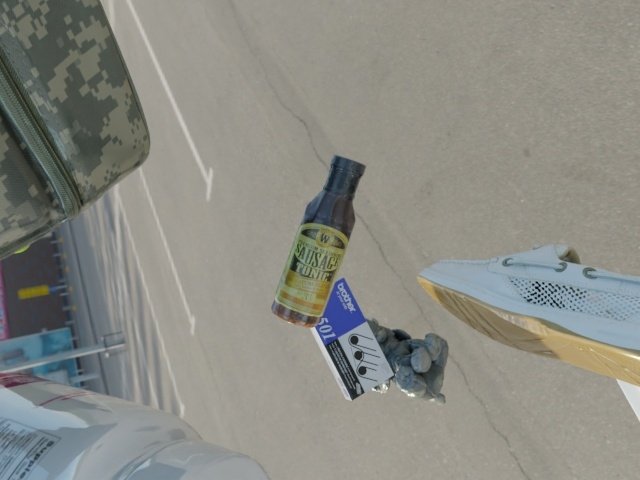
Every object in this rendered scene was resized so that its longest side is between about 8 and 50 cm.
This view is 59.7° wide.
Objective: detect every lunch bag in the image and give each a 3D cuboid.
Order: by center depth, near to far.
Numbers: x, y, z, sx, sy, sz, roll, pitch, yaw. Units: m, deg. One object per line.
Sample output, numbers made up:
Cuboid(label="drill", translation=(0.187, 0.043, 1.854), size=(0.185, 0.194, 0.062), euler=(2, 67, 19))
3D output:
Cuboid(label="lunch bag", translation=(-0.323, -0.100, 0.418), size=(0.305, 0.256, 0.213), euler=(21, 143, 29))

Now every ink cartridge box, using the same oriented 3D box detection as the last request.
Cuboid(label="ink cartridge box", translation=(0.046, 0.185, 1.055), size=(0.207, 0.097, 0.046), euler=(62, 162, 2))

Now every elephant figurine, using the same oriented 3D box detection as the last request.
Cuboid(label="elephant figurine", translation=(0.153, 0.252, 1.244), size=(0.239, 0.169, 0.186), euler=(12, 93, 38))

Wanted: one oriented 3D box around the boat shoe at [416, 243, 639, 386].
Cuboid(label="boat shoe", translation=(0.211, 0.050, 0.514), size=(0.277, 0.098, 0.096), euler=(16, 69, 53))

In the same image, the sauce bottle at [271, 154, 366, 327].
Cuboid(label="sauce bottle", translation=(0.000, 0.000, 0.417), size=(0.042, 0.042, 0.128), euler=(28, 103, 59))

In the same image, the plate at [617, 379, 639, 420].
Cuboid(label="plate", translation=(0.594, 0.294, 0.905), size=(0.278, 0.045, 0.277), euler=(61, -179, 5))

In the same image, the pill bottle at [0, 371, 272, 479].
Cuboid(label="pill bottle", translation=(-0.180, 0.196, 0.413), size=(0.282, 0.160, 0.161), euler=(1, 101, 34))

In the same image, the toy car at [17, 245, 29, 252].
Cuboid(label="toy car", translation=(-0.432, -0.094, 0.878), size=(0.149, 0.188, 0.155), euler=(43, 130, 22))
